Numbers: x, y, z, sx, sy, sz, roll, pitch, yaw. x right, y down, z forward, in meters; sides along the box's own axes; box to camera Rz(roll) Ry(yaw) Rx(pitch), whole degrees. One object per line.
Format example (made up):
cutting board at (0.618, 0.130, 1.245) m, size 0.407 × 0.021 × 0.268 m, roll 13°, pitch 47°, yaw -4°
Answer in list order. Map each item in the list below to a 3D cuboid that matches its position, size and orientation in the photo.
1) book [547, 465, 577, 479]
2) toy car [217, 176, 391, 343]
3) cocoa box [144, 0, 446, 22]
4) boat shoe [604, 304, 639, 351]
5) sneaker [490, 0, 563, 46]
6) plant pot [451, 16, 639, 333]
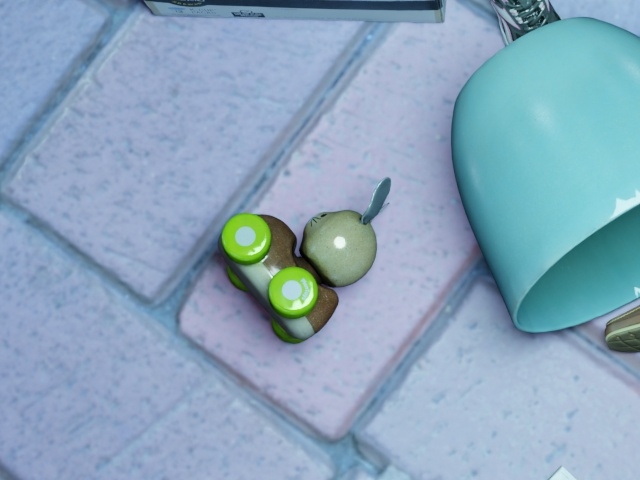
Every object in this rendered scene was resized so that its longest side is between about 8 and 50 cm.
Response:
book at (0.240, 0.323, 1.737) m, size 0.096 × 0.035 × 0.144 m, roll 44°, pitch 89°, yaw 8°
toy car at (0.000, 0.000, 1.762) m, size 0.188 × 0.155 × 0.149 m, roll -39°, pitch 79°, yaw -10°
cocoa box at (-0.032, -0.377, 1.777) m, size 0.347 × 0.228 × 0.231 m, roll 3°, pitch 82°, yaw 7°
boat shoe at (0.385, 0.069, 1.745) m, size 0.178 × 0.064 × 0.060 m, roll -20°, pitch 57°, yaw 12°
sneaker at (0.218, -0.258, 1.805) m, size 0.072 × 0.077 × 0.178 m, roll -36°, pitch 80°, yaw 2°
plant pot at (0.267, -0.082, 1.677) m, size 0.293 × 0.293 × 0.235 m, roll -30°, pitch 68°, yaw 2°
